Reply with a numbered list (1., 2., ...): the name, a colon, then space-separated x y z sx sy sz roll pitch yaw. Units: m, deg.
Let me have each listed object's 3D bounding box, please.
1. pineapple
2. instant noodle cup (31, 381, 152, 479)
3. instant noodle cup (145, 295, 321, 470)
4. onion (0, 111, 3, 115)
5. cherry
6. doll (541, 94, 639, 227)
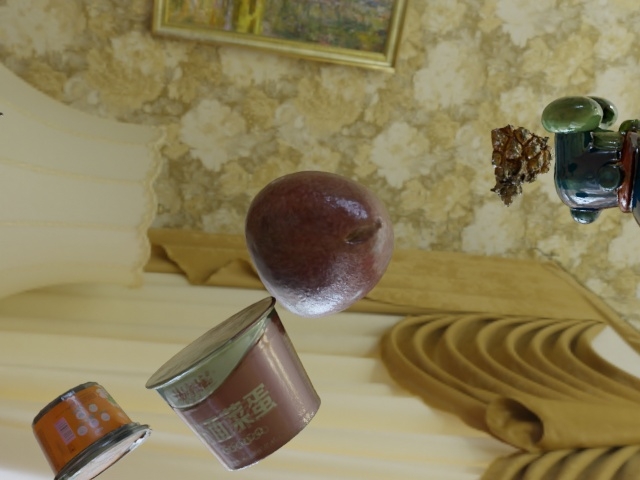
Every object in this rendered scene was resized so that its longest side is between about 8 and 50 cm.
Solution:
1. pineapple: 0.276 -0.105 1.000 0.077 0.114 0.114 8 -103 63
2. instant noodle cup: -0.388 0.314 1.127 0.125 0.177 0.208 50 8 13
3. instant noodle cup: -0.119 0.220 1.048 0.179 0.234 0.235 57 -15 -5
4. onion: -0.613 -0.170 0.999 0.273 0.285 0.273 59 -14 24
5. cherry: 0.000 0.000 1.206 0.307 0.221 0.261 -19 -80 42
6. doll: 0.425 -0.076 0.812 0.321 0.198 0.186 15 -72 37
